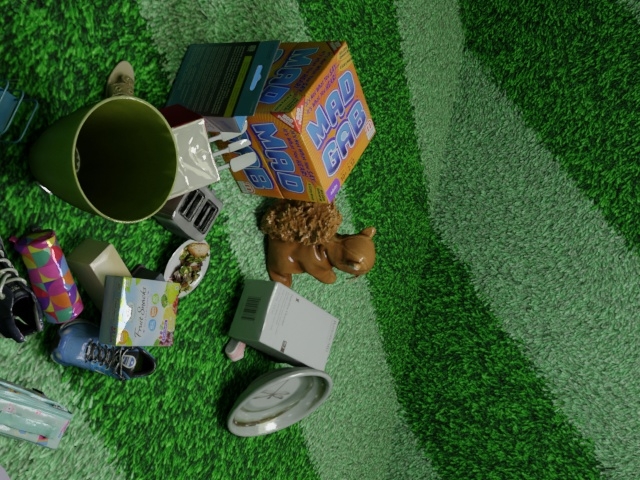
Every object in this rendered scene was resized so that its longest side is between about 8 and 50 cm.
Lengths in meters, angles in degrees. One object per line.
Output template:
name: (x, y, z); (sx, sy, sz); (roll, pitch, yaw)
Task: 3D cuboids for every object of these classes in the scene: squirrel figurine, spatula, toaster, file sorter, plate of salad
squirrel figurine: (0.000, 0.000, 2.360); (0.281, 0.371, 0.397); (-58, 141, -32)
spatula: (-0.313, -0.248, 1.975); (0.242, 0.019, 0.168); (-23, 144, -11)
toaster: (-0.392, -0.098, 1.943); (0.185, 0.110, 0.168); (-62, 144, -16)
file sorter: (-0.706, -0.293, 1.414); (0.170, 0.105, 0.118); (40, 64, -55)
plate of salad: (-0.395, 0.087, 2.024); (0.200, 0.048, 0.199); (-45, 149, -37)

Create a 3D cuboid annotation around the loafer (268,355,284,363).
loafer: (-0.139, 0.348, 2.501); (0.076, 0.078, 0.223); (2, 96, -59)

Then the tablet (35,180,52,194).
tablet: (-0.651, -0.159, 1.628); (0.054, 0.006, 0.083); (52, 54, -49)

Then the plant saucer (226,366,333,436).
plant saucer: (-0.154, 0.549, 2.379); (0.401, 0.100, 0.400); (-20, 145, -14)

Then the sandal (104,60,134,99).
sandal: (-0.513, -0.355, 1.729); (0.088, 0.079, 0.240); (45, 60, -53)

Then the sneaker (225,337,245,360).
sneaker: (-0.279, 0.358, 2.311); (0.134, 0.051, 0.070); (-55, 147, -37)

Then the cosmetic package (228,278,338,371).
cosmetic package: (-0.119, 0.301, 2.336); (0.385, 0.156, 0.217); (34, 66, -46)

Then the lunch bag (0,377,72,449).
lunch bag: (-0.696, 0.366, 1.478); (0.279, 0.224, 0.107); (44, 61, -52)

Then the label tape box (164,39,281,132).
label tape box: (-0.255, -0.429, 1.881); (0.106, 0.334, 0.240); (38, 66, -55)

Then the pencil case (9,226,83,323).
pencil case: (-0.650, 0.083, 1.608); (0.104, 0.104, 0.236); (-42, 129, -46)

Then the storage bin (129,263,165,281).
storage bin: (-0.481, 0.144, 1.894); (0.098, 0.091, 0.135); (-53, 137, -38)

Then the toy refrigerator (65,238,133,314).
toy refrigerator: (-0.548, 0.124, 1.771); (0.094, 0.102, 0.269); (-54, 138, -37)

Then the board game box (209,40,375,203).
board game box: (-0.094, -0.379, 2.133); (0.356, 0.356, 0.356); (-58, 142, -32)

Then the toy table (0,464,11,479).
toy table: (-0.786, 0.562, 1.443); (0.252, 0.161, 0.274); (-16, 110, -55)

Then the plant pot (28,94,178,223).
plant pot: (-0.526, -0.185, 1.535); (0.275, 0.294, 0.274); (-9, 102, -51)

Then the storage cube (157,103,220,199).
storage cube: (-0.403, -0.232, 1.770); (0.215, 0.193, 0.183); (-24, 122, -23)

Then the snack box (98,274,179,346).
snack box: (-0.467, 0.186, 1.743); (0.207, 0.070, 0.174); (13, 80, -58)

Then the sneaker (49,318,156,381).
sneaker: (-0.555, 0.292, 1.759); (0.330, 0.147, 0.129); (31, 72, -56)

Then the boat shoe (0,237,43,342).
boat shoe: (-0.702, 0.067, 1.456); (0.127, 0.158, 0.340); (-41, 131, -46)
